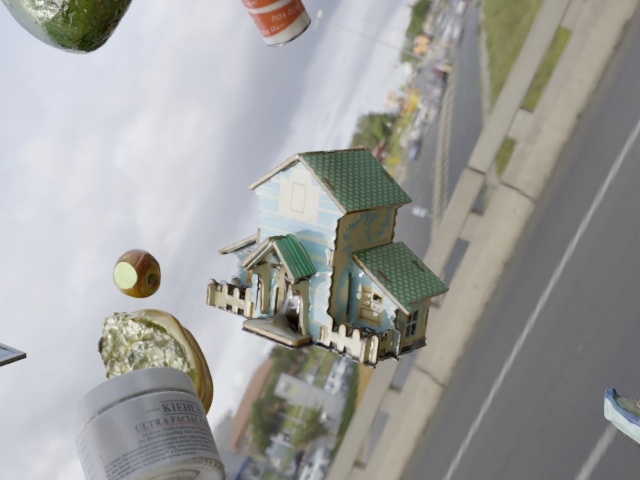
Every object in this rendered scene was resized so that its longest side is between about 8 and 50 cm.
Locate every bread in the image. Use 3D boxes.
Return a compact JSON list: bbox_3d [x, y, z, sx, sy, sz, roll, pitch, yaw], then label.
[{"bbox_3d":[-0.359,0.314,2.104,0.270,0.211,0.315,55,-167,-62],"label":"bread"}]

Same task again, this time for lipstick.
[{"bbox_3d":[-0.051,-0.195,0.608,0.130,0.038,0.038,57,-138,-36],"label":"lipstick"}]

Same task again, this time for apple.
[{"bbox_3d":[-0.414,0.077,2.050,0.099,0.102,0.114,-1,-68,-67],"label":"apple"}]

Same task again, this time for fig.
[{"bbox_3d":[-0.276,-0.267,0.932,0.123,0.156,0.123,-55,17,25],"label":"fig"}]

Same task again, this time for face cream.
[{"bbox_3d":[-0.231,0.280,1.204,0.153,0.177,0.177,61,151,32],"label":"face cream"}]

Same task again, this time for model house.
[{"bbox_3d":[0.000,0.000,1.000,0.178,0.271,0.206,-7,-70,-50],"label":"model house"}]

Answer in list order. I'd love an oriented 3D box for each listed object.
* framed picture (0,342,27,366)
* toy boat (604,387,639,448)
[{"bbox_3d":[-0.545,0.186,1.378,0.149,0.109,0.011,-18,-68,-49],"label":"framed picture"},{"bbox_3d":[0.462,0.224,1.053,0.114,0.262,0.115,-1,-63,-52],"label":"toy boat"}]
